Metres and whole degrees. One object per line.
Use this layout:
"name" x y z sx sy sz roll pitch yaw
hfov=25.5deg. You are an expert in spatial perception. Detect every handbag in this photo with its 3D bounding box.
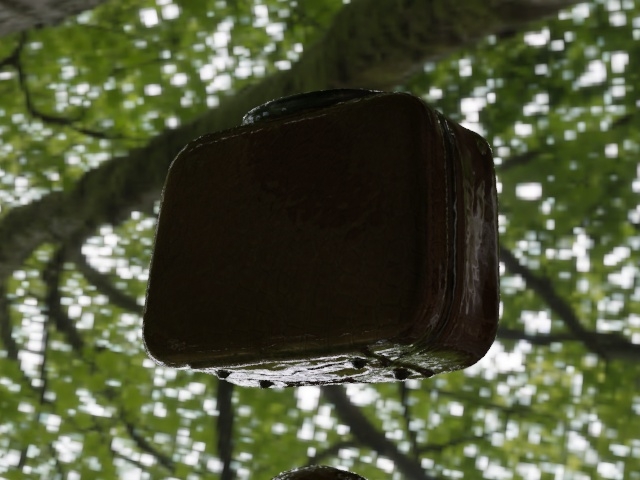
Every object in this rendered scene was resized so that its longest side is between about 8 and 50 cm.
"handbag" 0.000 0.000 0.739 0.072 0.193 0.151 22 -112 -45

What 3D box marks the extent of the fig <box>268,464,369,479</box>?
"fig" -0.042 0.275 1.311 0.160 0.231 0.143 -43 -41 -51
